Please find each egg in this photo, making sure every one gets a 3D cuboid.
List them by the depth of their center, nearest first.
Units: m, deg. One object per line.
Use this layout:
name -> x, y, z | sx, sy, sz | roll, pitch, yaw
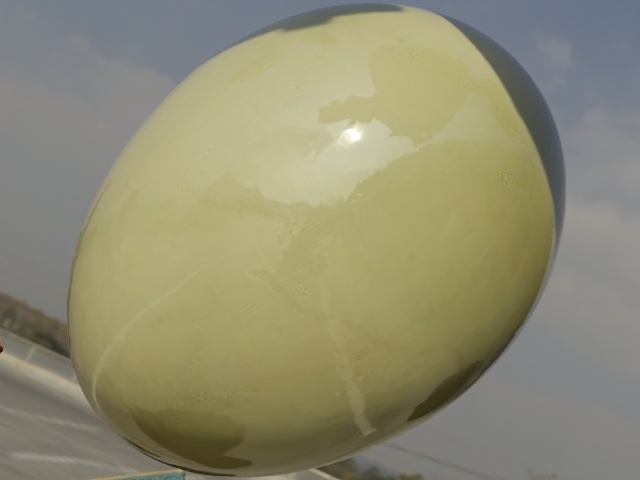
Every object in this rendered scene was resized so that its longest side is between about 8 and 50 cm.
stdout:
egg -> 0.000, 0.000, 0.402 | 0.186, 0.242, 0.186 | 42, -20, 19

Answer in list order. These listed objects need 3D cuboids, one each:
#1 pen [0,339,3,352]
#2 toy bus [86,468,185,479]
pen -> -0.265, -0.026, 0.609 | 0.239, 0.028, 0.028 | 63, -3, 17
toy bus -> -0.186, 0.382, 0.971 | 0.139, 0.167, 0.275 | -2, 20, -17
